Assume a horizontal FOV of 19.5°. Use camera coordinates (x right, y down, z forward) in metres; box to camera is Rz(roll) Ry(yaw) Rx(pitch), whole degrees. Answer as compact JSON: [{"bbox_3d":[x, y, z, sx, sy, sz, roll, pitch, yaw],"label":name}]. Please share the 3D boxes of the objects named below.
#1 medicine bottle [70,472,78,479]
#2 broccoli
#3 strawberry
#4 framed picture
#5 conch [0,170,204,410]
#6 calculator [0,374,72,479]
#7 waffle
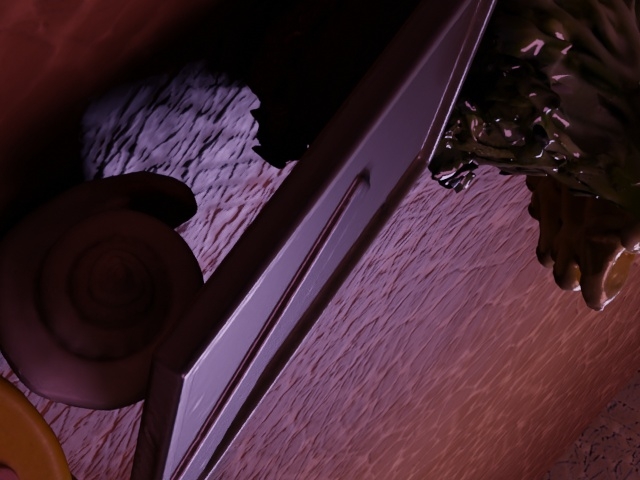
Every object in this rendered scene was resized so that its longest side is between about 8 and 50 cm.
[{"bbox_3d":[-0.177,0.160,0.875,0.149,0.112,0.222,-47,164,-5],"label":"medicine bottle"},{"bbox_3d":[0.187,-0.032,1.020,0.165,0.304,0.145,-43,165,-26],"label":"broccoli"},{"bbox_3d":[0.008,-0.098,0.873,0.104,0.048,0.152,-16,141,-53],"label":"strawberry"},{"bbox_3d":[0.000,0.000,0.849,0.289,0.020,0.211,-55,170,-31],"label":"framed picture"},{"bbox_3d":[-0.092,0.030,0.832,0.094,0.104,0.176,-11,166,1],"label":"conch"},{"bbox_3d":[-0.203,0.141,0.727,0.235,0.146,0.032,-38,-167,-11],"label":"calculator"},{"bbox_3d":[0.205,-0.090,1.189,0.250,0.056,0.261,-55,-158,26],"label":"waffle"}]
